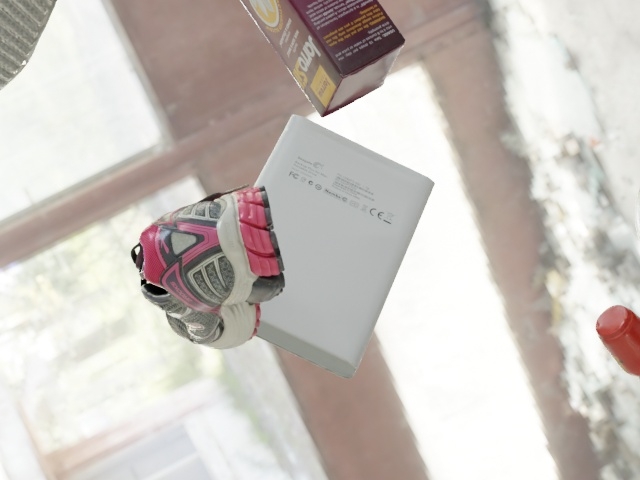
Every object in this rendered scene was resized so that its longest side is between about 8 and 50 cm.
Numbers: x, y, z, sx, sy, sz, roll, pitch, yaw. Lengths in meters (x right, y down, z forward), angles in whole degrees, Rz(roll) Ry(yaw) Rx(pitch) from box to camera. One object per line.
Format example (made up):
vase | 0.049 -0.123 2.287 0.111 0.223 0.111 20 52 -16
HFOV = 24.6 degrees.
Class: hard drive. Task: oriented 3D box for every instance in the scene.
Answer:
hard drive | 0.000 0.000 1.769 0.203 0.307 0.040 26 142 0

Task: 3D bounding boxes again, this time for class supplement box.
supplement box | -0.008 -0.232 1.457 0.188 0.081 0.104 56 159 10

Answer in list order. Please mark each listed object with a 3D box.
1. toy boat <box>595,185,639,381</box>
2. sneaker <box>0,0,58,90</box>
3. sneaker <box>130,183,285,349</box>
toy boat | 0.433 0.030 1.638 0.148 0.318 0.267 43 169 -28
sneaker | -0.322 -0.229 1.281 0.366 0.135 0.150 -43 74 37
sneaker | -0.112 0.025 1.290 0.299 0.112 0.121 119 140 -70
